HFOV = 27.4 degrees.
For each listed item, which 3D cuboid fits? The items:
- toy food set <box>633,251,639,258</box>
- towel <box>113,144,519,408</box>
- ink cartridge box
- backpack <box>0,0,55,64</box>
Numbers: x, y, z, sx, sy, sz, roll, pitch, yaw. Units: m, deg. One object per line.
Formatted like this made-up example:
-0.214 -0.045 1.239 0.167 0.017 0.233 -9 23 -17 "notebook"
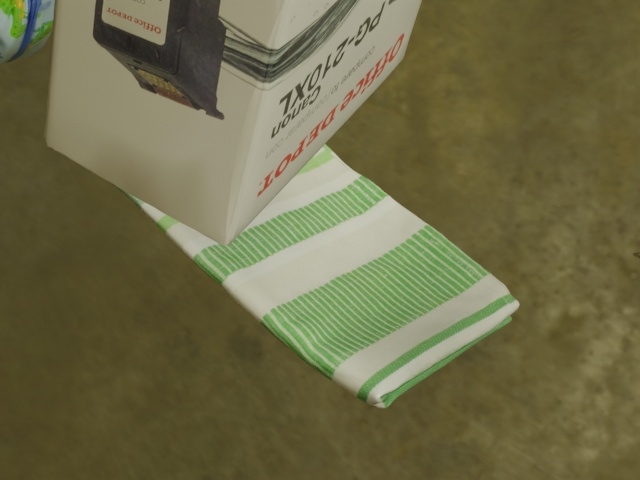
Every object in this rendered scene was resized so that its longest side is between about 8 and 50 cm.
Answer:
0.410 0.002 1.452 0.122 0.078 0.019 -7 92 6 "toy food set"
0.000 0.000 1.187 0.248 0.325 0.038 -27 152 -47 "towel"
-0.014 -0.141 0.510 0.100 0.237 0.172 30 47 12 "ink cartridge box"
-0.338 -0.302 1.084 0.273 0.290 0.355 16 54 -26 "backpack"
